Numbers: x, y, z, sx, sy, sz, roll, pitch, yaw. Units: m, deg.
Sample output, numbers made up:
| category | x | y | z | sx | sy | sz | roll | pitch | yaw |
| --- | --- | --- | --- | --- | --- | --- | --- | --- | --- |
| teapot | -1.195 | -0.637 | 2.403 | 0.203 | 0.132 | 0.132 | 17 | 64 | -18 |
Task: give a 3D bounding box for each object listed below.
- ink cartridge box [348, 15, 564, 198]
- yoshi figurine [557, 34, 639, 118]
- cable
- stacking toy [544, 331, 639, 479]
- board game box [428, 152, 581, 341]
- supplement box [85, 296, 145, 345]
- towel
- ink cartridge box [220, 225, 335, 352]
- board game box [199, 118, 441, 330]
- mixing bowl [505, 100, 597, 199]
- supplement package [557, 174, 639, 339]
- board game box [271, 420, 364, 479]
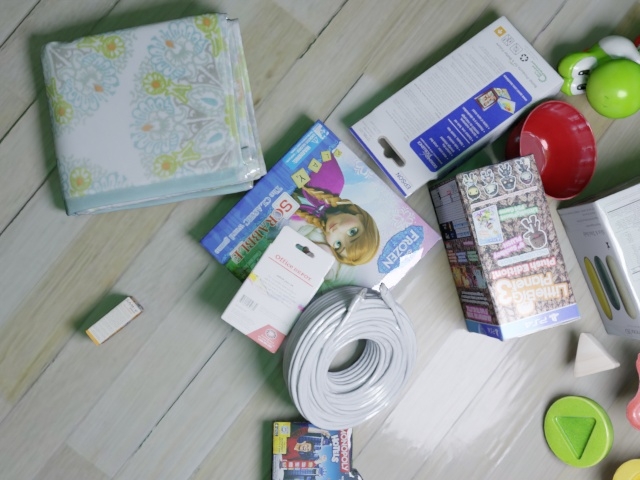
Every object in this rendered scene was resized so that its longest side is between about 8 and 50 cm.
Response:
| category | x | y | z | sx | sy | sz | roll | pitch | yaw |
| --- | --- | --- | --- | --- | --- | --- | --- | --- | --- |
| ink cartridge box | 0.251 | -0.243 | 1.617 | 0.371 | 0.069 | 0.175 | -36 | 76 | -7 |
| yoshi figurine | 0.628 | -0.307 | 1.607 | 0.363 | 0.203 | 0.203 | -12 | 95 | -2 |
| cable | 0.051 | 0.206 | 1.535 | 0.257 | 0.089 | 0.257 | -42 | 128 | -6 |
| stacking toy | 0.575 | 0.322 | 1.572 | 0.130 | 0.280 | 0.308 | 0 | 111 | -44 |
| board game box | 0.318 | 0.015 | 1.547 | 0.141 | 0.232 | 0.290 | -16 | 90 | -5 |
| supplement box | -0.370 | 0.145 | 1.575 | 0.098 | 0.062 | 0.036 | -39 | 90 | -4 |
| towel | -0.302 | -0.225 | 1.570 | 0.375 | 0.090 | 0.320 | -9 | 85 | 4 |
| ink cartridge box | -0.073 | 0.083 | 1.532 | 0.115 | 0.067 | 0.198 | 35 | 89 | -2 |
| board game box | 0.000 | 0.000 | 1.606 | 0.318 | 0.066 | 0.318 | 43 | 86 | -2 |
| mixing bowl | 0.411 | -0.162 | 1.615 | 0.182 | 0.098 | 0.181 | 1 | 87 | -27 |
| supplement package | 0.598 | 0.022 | 1.583 | 0.198 | 0.199 | 0.262 | -22 | 90 | -4 |
| board game box | 0.007 | 0.426 | 1.593 | 0.194 | 0.060 | 0.194 | 2 | 87 | -5 |
